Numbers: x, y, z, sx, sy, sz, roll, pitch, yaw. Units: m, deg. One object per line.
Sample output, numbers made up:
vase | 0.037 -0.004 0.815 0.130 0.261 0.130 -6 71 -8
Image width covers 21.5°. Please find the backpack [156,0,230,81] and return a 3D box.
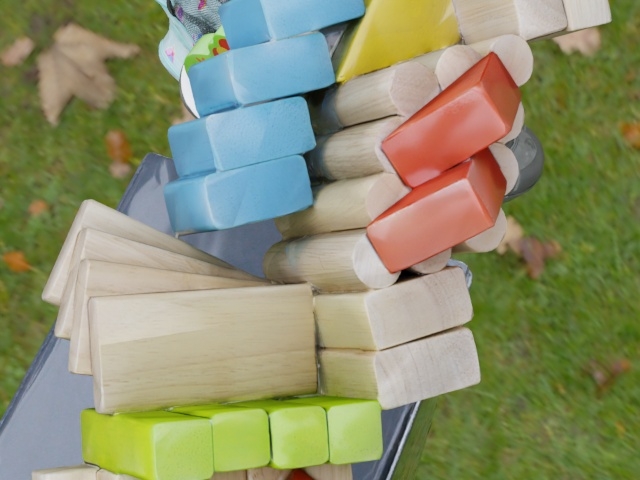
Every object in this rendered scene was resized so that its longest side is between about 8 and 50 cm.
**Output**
backpack | -0.047 -0.184 1.281 0.188 0.166 0.144 57 134 37

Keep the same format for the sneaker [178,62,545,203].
sneaker | 0.039 -0.081 1.004 0.234 0.106 0.078 17 64 -15

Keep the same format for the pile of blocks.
pile of blocks | 0.000 0.000 0.597 0.113 0.149 0.362 -6 63 65

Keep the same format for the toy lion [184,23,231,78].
toy lion | -0.023 -0.070 0.764 0.100 0.096 0.034 21 67 34

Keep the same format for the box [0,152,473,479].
box | -0.072 0.193 1.054 0.212 0.395 0.293 21 59 7
